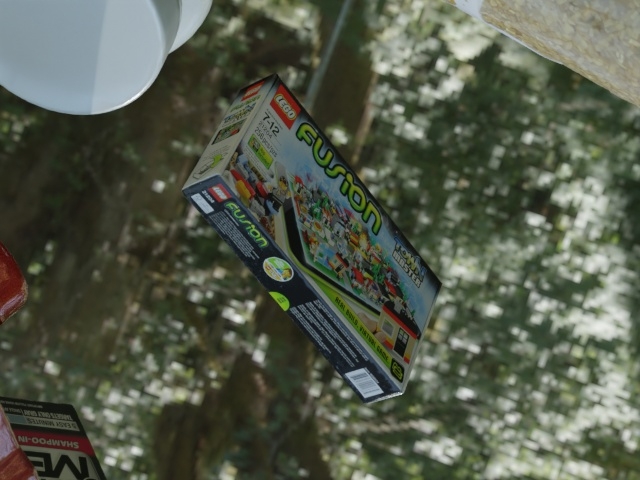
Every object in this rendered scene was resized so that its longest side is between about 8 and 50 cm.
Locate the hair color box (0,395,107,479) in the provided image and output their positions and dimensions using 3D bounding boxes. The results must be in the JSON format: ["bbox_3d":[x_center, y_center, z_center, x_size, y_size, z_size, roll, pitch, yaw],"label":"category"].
[{"bbox_3d":[-0.267,0.316,1.315,0.185,0.113,0.374,15,-147,-45],"label":"hair color box"}]

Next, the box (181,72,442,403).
[{"bbox_3d":[0.000,0.000,0.957,0.036,0.114,0.207,-20,121,36],"label":"box"}]

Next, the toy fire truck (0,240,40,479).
[{"bbox_3d":[-0.349,0.072,1.091,0.302,0.169,0.254,33,150,25],"label":"toy fire truck"}]

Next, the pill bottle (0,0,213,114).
[{"bbox_3d":[-0.190,-0.307,1.354,0.224,0.224,0.392,20,-138,-4],"label":"pill bottle"}]

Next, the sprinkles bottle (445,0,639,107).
[{"bbox_3d":[0.128,-0.159,0.750,0.355,0.121,0.121,35,-173,25],"label":"sprinkles bottle"}]
